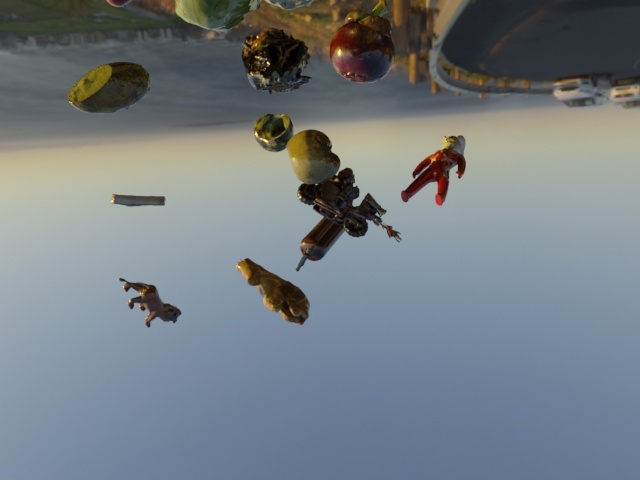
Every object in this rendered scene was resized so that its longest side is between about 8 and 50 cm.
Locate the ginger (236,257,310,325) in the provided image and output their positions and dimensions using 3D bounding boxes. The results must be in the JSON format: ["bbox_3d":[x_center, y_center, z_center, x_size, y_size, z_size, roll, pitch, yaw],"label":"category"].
[{"bbox_3d":[-0.215,0.232,2.142,0.375,0.166,0.236,21,-139,1],"label":"ginger"}]

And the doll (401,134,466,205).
[{"bbox_3d":[0.429,-0.260,1.779,0.188,0.099,0.384,7,-138,32],"label":"doll"}]

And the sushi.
[{"bbox_3d":[-0.144,-0.593,1.636,0.213,0.204,0.200,-3,-173,36],"label":"sushi"}]

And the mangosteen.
[{"bbox_3d":[0.093,-0.446,1.115,0.145,0.182,0.155,-10,-160,-39],"label":"mangosteen"}]

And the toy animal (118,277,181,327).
[{"bbox_3d":[-0.710,0.263,2.127,0.157,0.313,0.097,-19,-137,0],"label":"toy animal"}]

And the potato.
[{"bbox_3d":[-0.753,-0.545,1.801,0.298,0.176,0.141,-35,-121,-27],"label":"potato"}]

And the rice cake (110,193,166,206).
[{"bbox_3d":[-0.714,-0.158,1.962,0.206,0.047,0.036,0,175,-11],"label":"rice cake"}]

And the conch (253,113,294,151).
[{"bbox_3d":[-0.182,-0.449,2.052,0.187,0.182,0.124,-33,152,23],"label":"conch"}]

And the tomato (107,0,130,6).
[{"bbox_3d":[-0.744,-0.949,1.831,0.167,0.168,0.167,-4,-168,1],"label":"tomato"}]

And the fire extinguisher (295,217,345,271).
[{"bbox_3d":[0.000,0.000,2.091,0.114,0.136,0.337,32,-141,9],"label":"fire extinguisher"}]

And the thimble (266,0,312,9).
[{"bbox_3d":[-0.101,-0.896,1.562,0.291,0.292,0.195,-3,-132,3],"label":"thimble"}]

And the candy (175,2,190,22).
[{"bbox_3d":[-0.410,-0.835,1.674,0.142,0.132,0.343,-13,-172,-23],"label":"candy"}]

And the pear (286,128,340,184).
[{"bbox_3d":[-0.023,-0.253,1.506,0.136,0.167,0.167,-22,-175,23],"label":"pear"}]

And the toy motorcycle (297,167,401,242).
[{"bbox_3d":[0.124,-0.118,1.753,0.400,0.207,0.134,35,161,5],"label":"toy motorcycle"}]

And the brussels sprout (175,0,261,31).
[{"bbox_3d":[-0.267,-0.724,1.320,0.247,0.328,0.328,38,-171,-8],"label":"brussels sprout"}]
